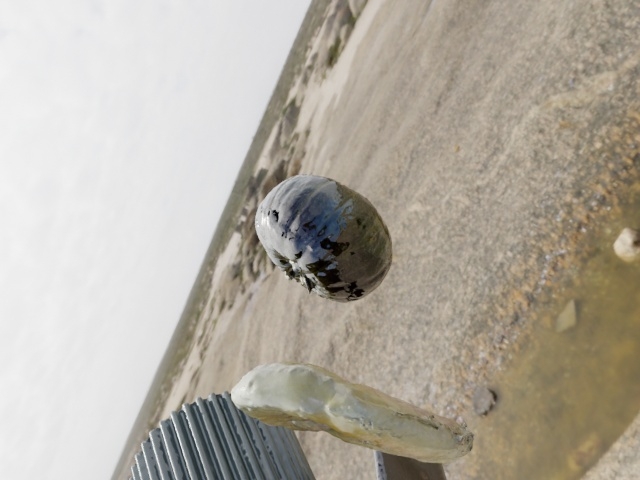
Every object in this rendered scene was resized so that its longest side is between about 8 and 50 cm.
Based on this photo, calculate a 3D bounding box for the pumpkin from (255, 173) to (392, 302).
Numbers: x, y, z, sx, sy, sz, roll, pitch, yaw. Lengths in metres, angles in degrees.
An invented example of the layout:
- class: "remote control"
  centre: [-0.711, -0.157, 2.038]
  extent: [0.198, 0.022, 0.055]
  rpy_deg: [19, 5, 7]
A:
- class: "pumpkin"
  centre: [-0.001, 0.002, 0.825]
  extent: [0.159, 0.237, 0.238]
  rpy_deg: [-56, 5, -23]

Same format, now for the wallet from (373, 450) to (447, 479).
- class: "wallet"
  centre: [0.162, 0.425, 0.913]
  extent: [0.044, 0.170, 0.321]
  rpy_deg: [-55, 16, 21]

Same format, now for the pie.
- class: "pie"
  centre: [0.031, 0.151, 0.444]
  extent: [0.185, 0.218, 0.052]
  rpy_deg: [125, 163, -64]

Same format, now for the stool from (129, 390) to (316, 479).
- class: "stool"
  centre: [-0.118, 0.442, 0.764]
  extent: [0.297, 0.297, 0.330]
  rpy_deg: [-65, 30, 5]
